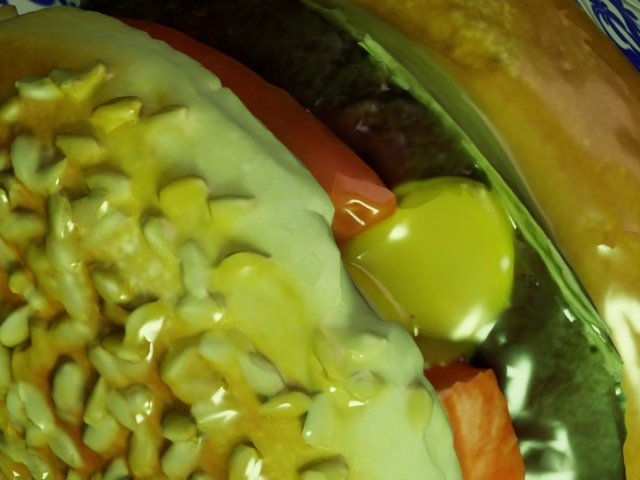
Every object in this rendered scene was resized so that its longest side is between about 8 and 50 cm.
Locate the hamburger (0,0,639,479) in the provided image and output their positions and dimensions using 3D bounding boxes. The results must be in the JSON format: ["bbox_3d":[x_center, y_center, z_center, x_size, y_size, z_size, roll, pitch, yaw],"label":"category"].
[{"bbox_3d":[-0.034,0.052,0.734,0.250,0.330,0.330,-31,81,-43],"label":"hamburger"}]

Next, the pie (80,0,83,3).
[{"bbox_3d":[-0.045,-0.117,1.413,0.302,0.067,0.302,34,17,-12],"label":"pie"}]
